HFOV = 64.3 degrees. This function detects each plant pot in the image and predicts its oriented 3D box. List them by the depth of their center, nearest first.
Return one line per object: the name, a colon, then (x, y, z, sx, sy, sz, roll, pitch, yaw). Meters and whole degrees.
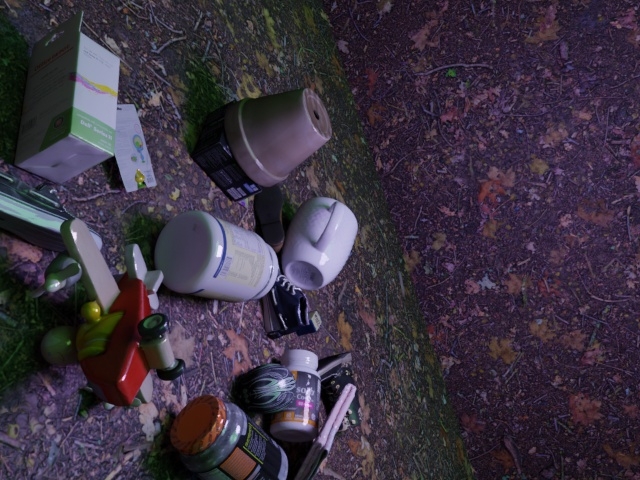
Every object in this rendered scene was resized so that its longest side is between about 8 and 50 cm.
plant pot: (-0.127, -0.383, 1.776, 0.323, 0.280, 0.323, 42, 38, -45)

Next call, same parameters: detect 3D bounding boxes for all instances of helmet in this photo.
helmet: (-0.162, 0.467, 1.608, 0.169, 0.161, 0.169, 42, 38, -45)

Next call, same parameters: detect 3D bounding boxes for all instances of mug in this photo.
mug: (0.000, 0.000, 2.026, 0.276, 0.374, 0.328, 28, 45, -5)

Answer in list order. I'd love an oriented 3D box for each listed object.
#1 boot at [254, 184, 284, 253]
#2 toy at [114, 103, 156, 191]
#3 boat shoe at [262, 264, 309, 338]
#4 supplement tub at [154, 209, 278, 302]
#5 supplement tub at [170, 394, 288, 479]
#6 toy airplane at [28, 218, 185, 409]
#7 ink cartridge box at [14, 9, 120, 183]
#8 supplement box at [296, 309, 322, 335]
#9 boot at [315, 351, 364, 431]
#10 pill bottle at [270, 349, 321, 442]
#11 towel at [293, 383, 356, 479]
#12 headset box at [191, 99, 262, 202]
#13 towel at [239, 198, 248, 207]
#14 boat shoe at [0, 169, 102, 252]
boot: (-0.196, -0.090, 2.016, 0.115, 0.112, 0.305, 90, -6, -61)
toy: (-0.546, -0.255, 1.420, 0.137, 0.056, 0.237, -39, 114, -67)
boat shoe: (-0.132, 0.177, 1.864, 0.127, 0.158, 0.340, 12, 64, -62)
supplement tub: (-0.297, 0.060, 1.512, 0.325, 0.235, 0.235, 26, 52, -58)
supplement tub: (-0.241, 0.561, 1.356, 0.316, 0.193, 0.193, 57, 29, -31)
toy airplane: (-0.468, 0.179, 1.118, 0.384, 0.272, 0.386, 119, -49, -72)
ink cartridge box: (-0.589, -0.338, 1.203, 0.119, 0.207, 0.353, 29, 50, -54)
supplement box: (-0.050, 0.327, 2.023, 0.056, 0.083, 0.083, 67, 25, -15)
boot: (0.055, 0.608, 2.011, 0.377, 0.138, 0.284, 5, 69, -69)
pill bottle: (-0.081, 0.528, 1.740, 0.162, 0.162, 0.278, 47, 35, -42)
towel: (0.002, 0.678, 1.687, 0.053, 0.332, 0.317, 30, 27, 9)
headset box: (-0.309, -0.330, 1.852, 0.246, 0.131, 0.283, 50, 32, -36)
towel: (-0.300, -0.161, 1.914, 0.083, 0.009, 0.060, 34, 44, -54)
boat shoe: (-0.611, -0.072, 1.089, 0.335, 0.121, 0.119, 37, 47, -48)
